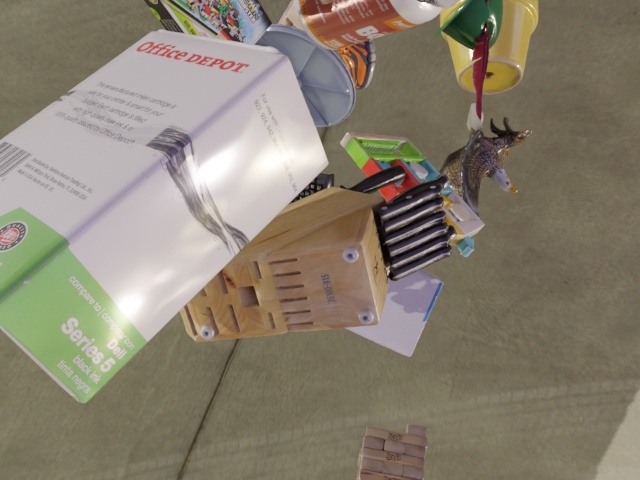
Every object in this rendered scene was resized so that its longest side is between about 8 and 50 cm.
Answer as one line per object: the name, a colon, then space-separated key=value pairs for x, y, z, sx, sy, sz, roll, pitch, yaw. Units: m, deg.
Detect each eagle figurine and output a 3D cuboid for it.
eagle figurine: x=0.387 y=-0.175 z=1.629 sx=0.298 sy=0.225 sz=0.226 roll=-39 pitch=131 yaw=-14

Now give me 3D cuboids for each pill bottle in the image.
pill bottle: x=0.079 y=-0.318 z=0.809 sx=0.216 sy=0.121 sz=0.121 roll=-2 pitch=100 yaw=44

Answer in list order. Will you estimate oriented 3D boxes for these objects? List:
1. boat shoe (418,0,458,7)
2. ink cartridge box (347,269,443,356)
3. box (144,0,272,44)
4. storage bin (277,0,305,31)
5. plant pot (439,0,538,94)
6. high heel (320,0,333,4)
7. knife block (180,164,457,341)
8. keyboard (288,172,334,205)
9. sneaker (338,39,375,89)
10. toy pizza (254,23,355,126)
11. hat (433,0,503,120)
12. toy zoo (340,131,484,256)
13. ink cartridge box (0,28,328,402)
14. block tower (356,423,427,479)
boat shoe: x=0.136 y=-0.315 z=0.624 sx=0.088 sy=0.096 sz=0.267 roll=24 pitch=63 yaw=24
ink cartridge box: x=0.176 y=0.146 z=1.656 sx=0.197 sy=0.270 sz=0.198 roll=24 pitch=93 yaw=7
box: x=-0.151 y=-0.302 z=0.767 sx=0.114 sy=0.036 sz=0.207 roll=-54 pitch=133 yaw=-19
storage bin: x=-0.126 y=-0.444 z=1.629 sx=0.123 sy=0.262 sz=0.260 roll=34 pitch=71 yaw=-24
plant pot: x=0.436 y=-0.524 z=1.702 sx=0.254 sy=0.254 sz=0.239 roll=4 pitch=72 yaw=1
high heel: x=0.035 y=-0.287 z=0.482 sx=0.244 sy=0.082 sz=0.117 roll=-51 pitch=120 yaw=-22
knife block: x=0.005 y=-0.001 z=0.704 sx=0.275 sy=0.242 sz=0.088 roll=-8 pitch=112 yaw=14
keyboard: x=0.000 y=0.000 z=1.474 sx=0.201 sy=0.033 sz=0.317 roll=11 pitch=117 yaw=18
sneaker: x=0.040 y=-0.564 z=1.770 sx=0.180 sy=0.124 sz=0.321 roll=-13 pitch=102 yaw=-25
toy pizza: x=-0.034 y=-0.259 z=1.030 sx=0.201 sy=0.201 sz=0.032 roll=30 pitch=62 yaw=-3
hat: x=0.338 y=-0.391 z=1.271 sx=0.183 sy=0.173 sz=0.208 roll=44 pitch=128 yaw=-4
toy zoo: x=0.183 y=-0.087 z=1.201 sx=0.293 sy=0.192 sz=0.030 roll=54 pitch=126 yaw=25
ink cartridge box: x=-0.159 y=-0.041 z=0.526 sx=0.273 sy=0.198 sz=0.115 roll=-45 pitch=135 yaw=-23
block tower: x=0.080 y=0.400 z=0.845 sx=0.097 sy=0.335 sz=0.091 roll=10 pitch=131 yaw=5
